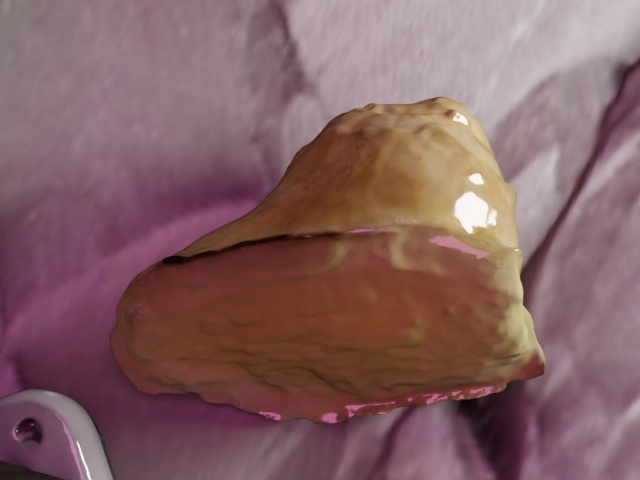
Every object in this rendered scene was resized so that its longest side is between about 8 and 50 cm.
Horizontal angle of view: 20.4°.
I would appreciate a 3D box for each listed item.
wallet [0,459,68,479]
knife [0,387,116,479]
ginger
[{"bbox_3d":[-0.164,0.168,0.739,0.321,0.044,0.170,14,69,18],"label":"wallet"},{"bbox_3d":[-0.100,0.194,0.779,0.073,0.040,0.265,-21,77,6],"label":"knife"},{"bbox_3d":[-0.004,0.002,0.806,0.193,0.115,0.122,-8,55,5],"label":"ginger"}]
